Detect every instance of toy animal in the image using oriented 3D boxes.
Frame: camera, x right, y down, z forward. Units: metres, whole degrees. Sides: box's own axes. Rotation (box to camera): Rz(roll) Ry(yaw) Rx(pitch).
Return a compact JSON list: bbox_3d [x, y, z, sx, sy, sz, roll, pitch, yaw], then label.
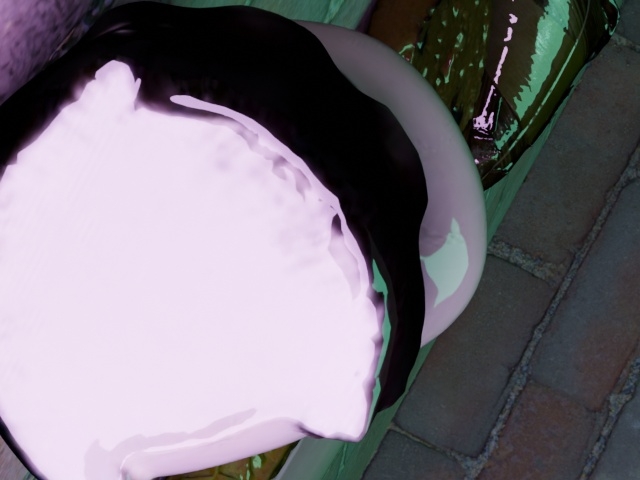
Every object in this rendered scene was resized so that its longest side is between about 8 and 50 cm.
[{"bbox_3d":[-0.040,-0.014,0.897,0.310,0.251,0.251,-63,177,-73],"label":"toy animal"}]

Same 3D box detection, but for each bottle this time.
[{"bbox_3d":[-0.043,0.239,1.933,0.245,0.104,0.104,-56,168,-35],"label":"bottle"}]

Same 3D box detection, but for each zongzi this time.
[{"bbox_3d":[0.168,-0.218,1.830,0.289,0.154,0.317,-57,149,-16],"label":"zongzi"}]

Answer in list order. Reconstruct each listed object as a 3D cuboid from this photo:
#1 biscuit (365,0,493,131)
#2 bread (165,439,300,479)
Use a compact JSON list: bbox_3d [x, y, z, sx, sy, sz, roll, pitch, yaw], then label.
[{"bbox_3d":[0.077,-0.132,1.623,0.296,0.075,0.296,-53,156,-37],"label":"biscuit"},{"bbox_3d":[-0.088,0.219,1.687,0.087,0.098,0.269,-18,-157,36],"label":"bread"}]
